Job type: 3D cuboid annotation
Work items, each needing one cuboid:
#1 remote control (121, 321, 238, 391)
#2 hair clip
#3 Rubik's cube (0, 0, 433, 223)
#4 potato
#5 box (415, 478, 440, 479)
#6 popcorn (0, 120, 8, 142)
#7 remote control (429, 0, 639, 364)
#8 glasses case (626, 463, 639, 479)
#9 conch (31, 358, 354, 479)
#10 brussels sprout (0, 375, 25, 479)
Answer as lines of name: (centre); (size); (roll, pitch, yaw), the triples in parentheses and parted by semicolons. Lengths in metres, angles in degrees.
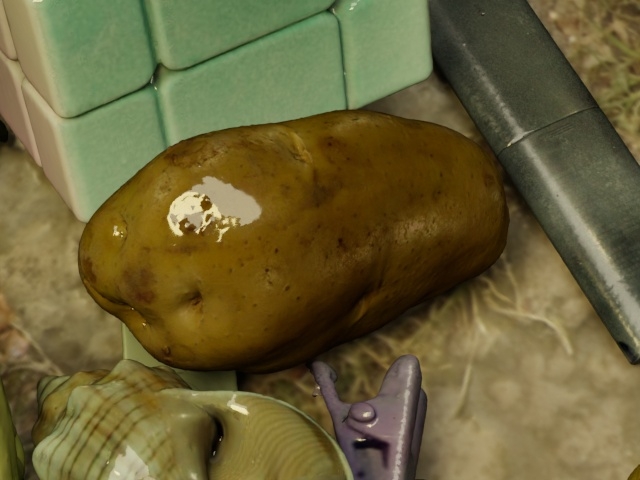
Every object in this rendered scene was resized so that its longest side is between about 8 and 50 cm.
remote control: (-0.104, 0.149, 1.249); (0.090, 0.038, 0.310); (-2, 64, -7)
hair clip: (0.045, 0.191, 1.158); (0.090, 0.137, 0.278); (-13, 52, 7)
Rubik's cube: (-0.129, -0.262, 1.248); (0.321, 0.316, 0.319); (-25, 44, -17)
potato: (0.000, 0.000, 1.226); (0.369, 0.176, 0.196); (-10, 102, -37)
box: (0.106, 0.278, 1.205); (0.212, 0.042, 0.201); (6, 63, -2)
popcorn: (-0.413, -0.110, 1.219); (0.293, 0.293, 0.237); (40, 77, 13)
remote control: (0.205, -0.074, 1.393); (0.107, 0.044, 0.378); (-23, 68, -22)
glasses case: (0.366, 0.283, 1.158); (0.371, 0.173, 0.141); (31, 65, 7)
conch: (-0.072, 0.188, 1.119); (0.386, 0.170, 0.203); (35, 69, 26)
brussels sprout: (-0.337, 0.166, 1.089); (0.328, 0.247, 0.328); (3, 85, -30)
